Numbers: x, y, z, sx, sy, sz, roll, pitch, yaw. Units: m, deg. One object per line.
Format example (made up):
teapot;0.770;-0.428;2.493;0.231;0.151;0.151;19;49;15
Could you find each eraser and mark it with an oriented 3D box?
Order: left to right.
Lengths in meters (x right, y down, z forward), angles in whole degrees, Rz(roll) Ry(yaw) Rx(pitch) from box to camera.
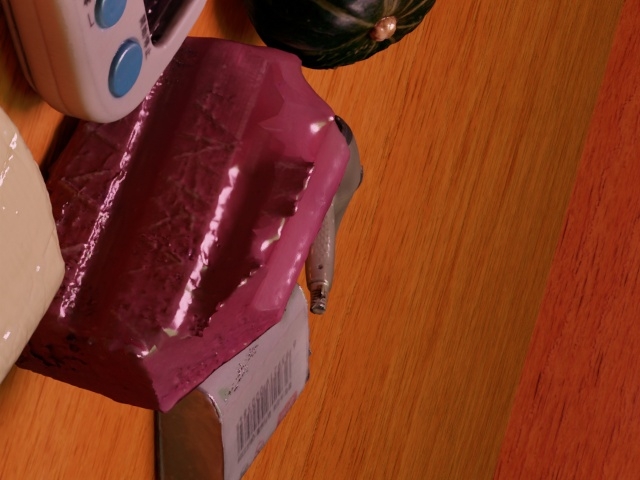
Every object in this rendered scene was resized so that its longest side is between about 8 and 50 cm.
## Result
eraser;-0.088;0.157;2.085;0.227;0.081;0.174;-50;146;-52

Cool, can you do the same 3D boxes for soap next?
soap;-0.117;-0.023;1.654;0.127;0.220;0.324;87;22;-64

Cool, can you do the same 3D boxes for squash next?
squash;0.019;-0.264;1.922;0.172;0.218;0.218;62;17;7

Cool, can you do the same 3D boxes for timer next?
timer;-0.164;-0.234;1.545;0.262;0.087;0.237;83;28;-50

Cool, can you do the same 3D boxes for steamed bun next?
steamed bun;-0.278;-0.004;1.267;0.250;0.155;0.200;73;32;-47

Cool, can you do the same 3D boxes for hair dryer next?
hair dryer;0.000;-0.003;2.183;0.219;0.088;0.224;94;-2;-73
